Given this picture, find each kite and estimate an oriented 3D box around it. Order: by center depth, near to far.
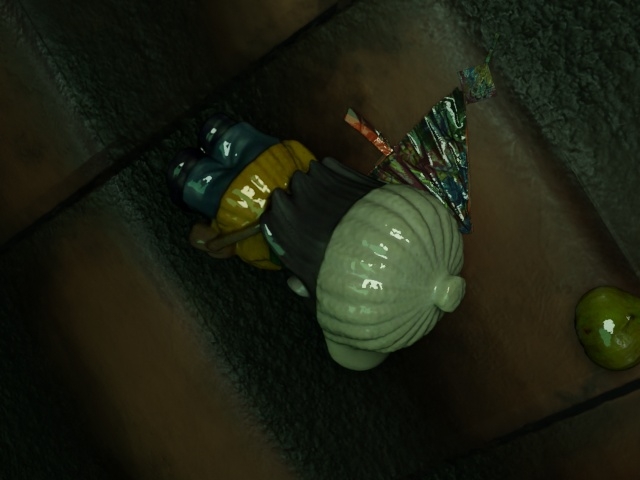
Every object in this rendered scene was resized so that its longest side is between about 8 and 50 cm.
[{"bbox_3d":[0.161,-0.176,1.187,0.044,0.002,0.078,9,112,25],"label":"kite"},{"bbox_3d":[0.091,-0.070,1.254,0.189,0.009,0.232,46,122,6],"label":"kite"}]

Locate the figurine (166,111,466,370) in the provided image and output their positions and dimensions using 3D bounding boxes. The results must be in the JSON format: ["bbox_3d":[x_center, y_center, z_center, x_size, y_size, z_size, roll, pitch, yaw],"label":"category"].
[{"bbox_3d":[-0.006,-0.015,1.216,0.332,0.185,0.204,37,163,4],"label":"figurine"}]

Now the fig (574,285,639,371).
[{"bbox_3d":[0.305,0.086,1.163,0.098,0.082,0.084,-12,66,15],"label":"fig"}]
